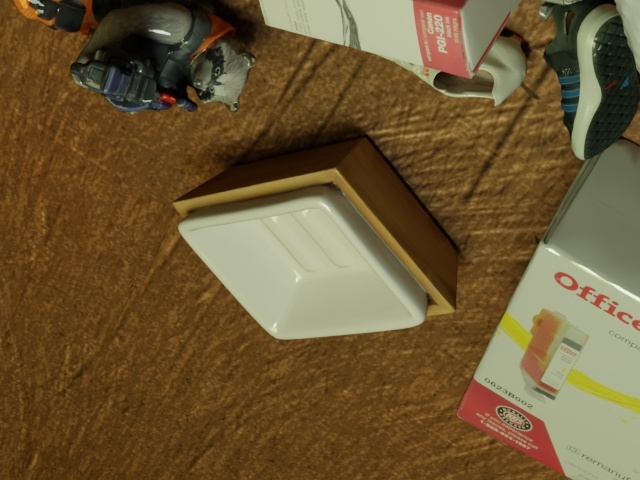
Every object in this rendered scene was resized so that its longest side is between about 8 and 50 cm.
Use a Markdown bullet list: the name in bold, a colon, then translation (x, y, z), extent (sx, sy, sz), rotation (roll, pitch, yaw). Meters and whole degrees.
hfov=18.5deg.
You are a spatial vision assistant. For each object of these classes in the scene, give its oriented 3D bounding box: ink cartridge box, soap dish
- **ink cartridge box**: translation (0.069, -0.253, 1.789), extent (0.218, 0.158, 0.092), rotation (16, 146, 26)
- **ink cartridge box**: translation (0.329, 0.107, 2.044), extent (0.279, 0.160, 0.384), rotation (29, 148, 8)
- **soap dish**: translation (0.000, 0.000, 2.238), extent (0.291, 0.118, 0.229), rotation (-10, 128, 48)

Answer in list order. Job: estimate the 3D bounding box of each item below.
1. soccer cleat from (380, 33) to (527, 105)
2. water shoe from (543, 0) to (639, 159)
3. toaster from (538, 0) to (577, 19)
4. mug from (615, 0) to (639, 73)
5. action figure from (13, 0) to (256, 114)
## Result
- **soccer cleat**: translation (0.107, -0.185, 1.926), extent (0.196, 0.076, 0.068), rotation (18, 145, 25)
- **water shoe**: translation (0.253, -0.162, 1.854), extent (0.080, 0.073, 0.203), rotation (48, 158, 31)
- **toaster**: translation (0.185, -0.301, 1.617), extent (0.146, 0.129, 0.227), rotation (20, 109, 14)
- **mug**: translation (0.390, -0.247, 1.444), extent (0.374, 0.276, 0.328), rotation (-17, 125, 15)
- **action figure**: translation (-0.216, -0.240, 2.044), extent (0.330, 0.178, 0.341), rotation (29, -177, -4)
